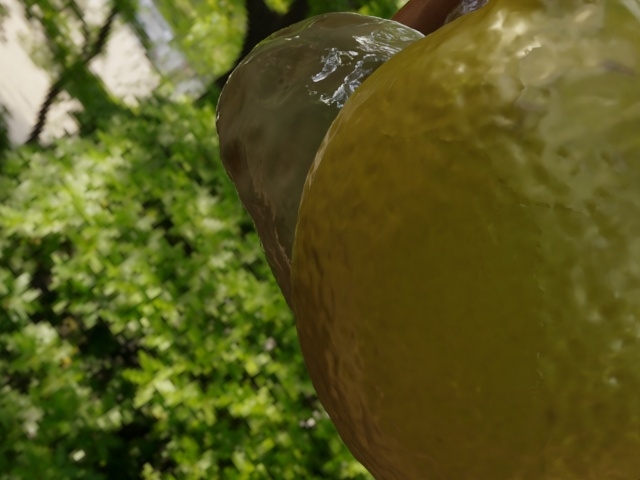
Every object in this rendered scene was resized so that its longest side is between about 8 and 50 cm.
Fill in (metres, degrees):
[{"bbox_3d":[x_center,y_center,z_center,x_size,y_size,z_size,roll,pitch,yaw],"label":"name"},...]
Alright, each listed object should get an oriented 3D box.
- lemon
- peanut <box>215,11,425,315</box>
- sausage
[{"bbox_3d":[0.081,0.013,0.480,0.187,0.187,0.244,-118,-158,-50],"label":"lemon"},{"bbox_3d":[0.085,0.014,0.803,0.387,0.192,0.169,43,6,18],"label":"peanut"},{"bbox_3d":[0.090,-0.184,1.297,0.076,0.197,0.076,41,17,-15],"label":"sausage"}]
